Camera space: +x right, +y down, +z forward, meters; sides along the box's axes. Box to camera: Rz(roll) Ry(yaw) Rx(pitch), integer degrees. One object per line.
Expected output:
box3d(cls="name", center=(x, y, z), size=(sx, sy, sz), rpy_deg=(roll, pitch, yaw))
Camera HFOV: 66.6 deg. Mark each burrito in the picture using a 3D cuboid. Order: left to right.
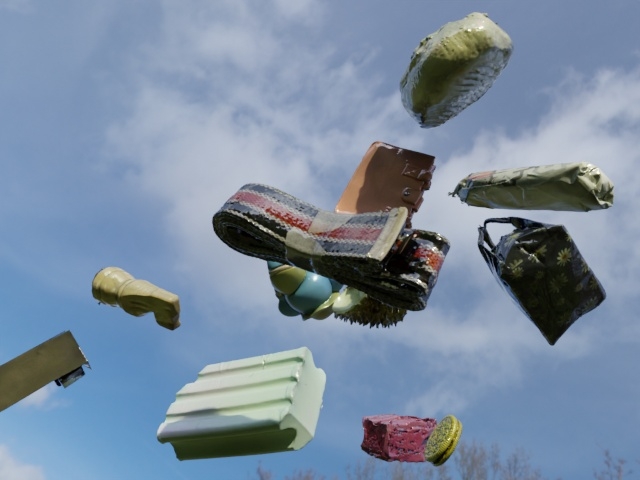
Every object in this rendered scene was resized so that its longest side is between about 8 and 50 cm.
box3d(cls="burrito", center=(0.516, -0.136, 1.285), size=(0.445, 0.101, 0.139), rpy_deg=(5, -28, 47))

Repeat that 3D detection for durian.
box3d(cls="durian", center=(0.123, 0.142, 1.164), size=(0.144, 0.139, 0.252), rpy_deg=(19, -20, -14))

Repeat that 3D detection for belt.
box3d(cls="belt", center=(0.000, 0.000, 0.687), size=(0.359, 0.094, 0.126), rpy_deg=(16, -29, 31))

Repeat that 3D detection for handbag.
box3d(cls="handbag", center=(0.138, -0.101, 1.015), size=(0.157, 0.212, 0.059), rpy_deg=(20, -21, 23))
box3d(cls="handbag", center=(0.202, 0.017, 0.492), size=(0.072, 0.139, 0.115), rpy_deg=(-40, -64, 8))

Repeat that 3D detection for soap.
box3d(cls="soap", center=(-0.146, 0.316, 0.932), size=(0.289, 0.173, 0.095), rpy_deg=(-16, -60, 22))
box3d(cls="soap", center=(0.203, 0.504, 1.263), size=(0.162, 0.099, 0.250), rpy_deg=(2, -15, 29))

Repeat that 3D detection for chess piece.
box3d(cls="chess piece", center=(-0.541, 0.175, 1.473), size=(0.301, 0.137, 0.137), rpy_deg=(14, -52, 27))

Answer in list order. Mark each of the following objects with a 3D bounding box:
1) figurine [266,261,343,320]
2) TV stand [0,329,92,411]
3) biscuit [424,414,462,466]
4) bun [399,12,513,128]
box3d(cls="figurine", center=(-0.042, 0.102, 1.305), size=(0.154, 0.180, 0.262), rpy_deg=(25, -38, 54))
box3d(cls="TV stand", center=(-0.368, 0.184, 0.494), size=(0.049, 0.256, 0.040), rpy_deg=(48, -32, 18))
box3d(cls="biscuit", center=(0.199, 0.324, 0.789), size=(0.023, 0.084, 0.084), rpy_deg=(35, -49, 5))
box3d(cls="bun", center=(0.255, -0.340, 0.954), size=(0.141, 0.239, 0.239), rpy_deg=(53, -48, 12))
